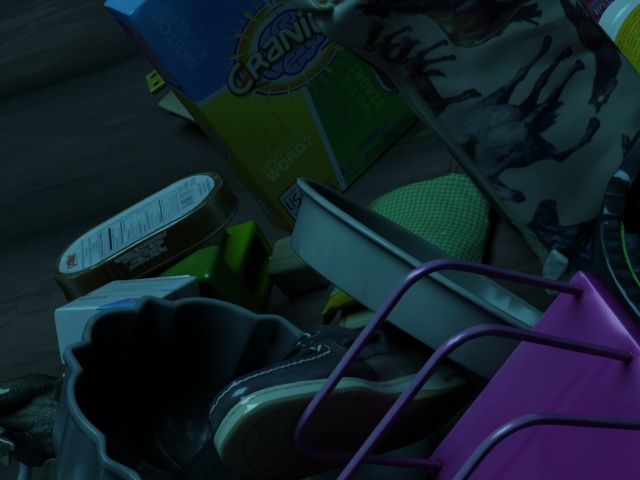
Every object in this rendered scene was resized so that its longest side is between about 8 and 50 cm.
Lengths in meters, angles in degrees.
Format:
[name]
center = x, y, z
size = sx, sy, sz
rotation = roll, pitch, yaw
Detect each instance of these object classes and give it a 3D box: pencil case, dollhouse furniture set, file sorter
[pencil case]
center = 0.155, -0.115, 1.353
size = 0.183, 0.410, 0.160
rotation = -55, 28, -18
[dollhouse furniture set]
center = 0.000, 0.000, 1.592
size = 0.302, 0.151, 0.197
rotation = -16, 38, 28
[file sorter]
center = 0.136, 0.178, 1.083
size = 0.202, 0.182, 0.290
rotation = -55, 45, 26

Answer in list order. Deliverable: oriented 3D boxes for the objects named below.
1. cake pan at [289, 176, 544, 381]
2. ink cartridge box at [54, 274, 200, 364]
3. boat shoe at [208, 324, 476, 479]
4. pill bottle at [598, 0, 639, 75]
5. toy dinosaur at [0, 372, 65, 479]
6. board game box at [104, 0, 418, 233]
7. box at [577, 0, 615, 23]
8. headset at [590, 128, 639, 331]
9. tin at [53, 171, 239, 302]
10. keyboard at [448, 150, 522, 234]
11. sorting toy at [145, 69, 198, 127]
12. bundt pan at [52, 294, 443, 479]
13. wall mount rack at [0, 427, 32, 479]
[cake pan]
center = 0.095, 0.045, 1.349
size = 0.054, 0.293, 0.293
rotation = -59, 33, 5
[ink cartridge box]
center = -0.166, 0.069, 1.474
size = 0.089, 0.052, 0.122
rotation = -4, 10, 18
[boat shoe]
center = 0.008, 0.111, 1.252
size = 0.092, 0.285, 0.103
rotation = 51, 120, 25
[pill bottle]
center = 0.337, -0.157, 1.503
size = 0.117, 0.117, 0.215
rotation = -39, 33, -4
[toy dinosaur]
center = -0.234, 0.160, 1.496
size = 0.314, 0.160, 0.121
rotation = -7, 83, 22
[board game box]
center = -0.036, -0.199, 1.722
size = 0.242, 0.316, 0.064
rotation = -45, 33, -11
[box]
center = 0.356, -0.319, 1.658
size = 0.300, 0.154, 0.142
rotation = -37, 33, -3
[headset]
center = 0.342, -0.057, 1.241
size = 0.243, 0.185, 0.394
rotation = 14, 51, 8
[tin]
center = -0.168, -0.004, 1.591
size = 0.190, 0.040, 0.106
rotation = -29, 20, 3
[keyboard]
center = 0.198, -0.065, 1.592
size = 0.108, 0.023, 0.180
rotation = -19, 36, -9
[sorting toy]
center = -0.114, -0.183, 2.024
size = 0.132, 0.046, 0.274
rotation = -46, 34, -13
[bundt pan]
center = -0.062, 0.189, 1.313
size = 0.331, 0.331, 0.124
rotation = -110, 39, -56
[wall mount rack]
center = -0.459, 0.250, 1.571
size = 0.350, 0.304, 0.130
rotation = -42, 36, -8
